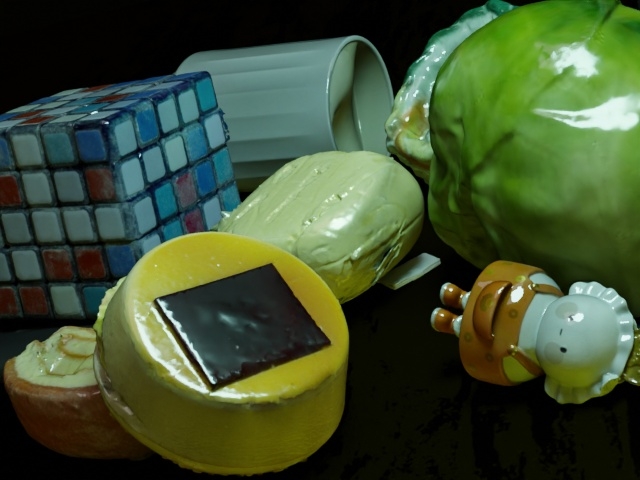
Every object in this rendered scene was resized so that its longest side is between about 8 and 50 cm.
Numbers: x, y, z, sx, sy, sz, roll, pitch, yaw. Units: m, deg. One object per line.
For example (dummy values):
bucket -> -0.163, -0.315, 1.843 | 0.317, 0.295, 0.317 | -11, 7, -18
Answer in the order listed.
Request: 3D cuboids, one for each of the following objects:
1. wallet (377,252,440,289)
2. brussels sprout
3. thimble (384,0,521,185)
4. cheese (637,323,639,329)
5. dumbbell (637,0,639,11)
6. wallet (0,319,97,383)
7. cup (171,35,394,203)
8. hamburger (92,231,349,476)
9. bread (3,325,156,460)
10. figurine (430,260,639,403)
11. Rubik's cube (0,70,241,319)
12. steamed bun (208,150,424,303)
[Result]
wallet -> 0.119, 0.042, 1.947 | 0.083, 0.011, 0.044 | -28, 26, -25
brussels sprout -> 0.317, -0.117, 1.722 | 0.342, 0.361, 0.425 | -35, 30, -27
thimble -> 0.233, -0.195, 2.091 | 0.288, 0.167, 0.254 | -43, 34, 14
cheese -> 0.459, 0.082, 1.552 | 0.270, 0.069, 0.177 | -14, 20, 23
dumbbell -> 0.589, -0.343, 2.248 | 0.203, 0.204, 0.322 | -8, 24, 19
wallet -> -0.405, 0.151, 2.023 | 0.250, 0.044, 0.149 | -10, 20, 16
cup -> -0.082, -0.162, 2.313 | 0.327, 0.237, 0.323 | -3, 57, 28
hamburger -> -0.108, 0.130, 1.616 | 0.300, 0.176, 0.300 | 13, 42, -12
bread -> -0.276, 0.183, 1.762 | 0.244, 0.123, 0.190 | -4, 28, 31
figurine -> 0.251, 0.104, 1.592 | 0.271, 0.143, 0.143 | 16, 34, 19
Rubik's cube -> -0.310, -0.065, 2.081 | 0.293, 0.292, 0.287 | -1, 18, 28
steamed bun -> 0.000, 0.000, 1.938 | 0.273, 0.166, 0.232 | -1, 39, 44
